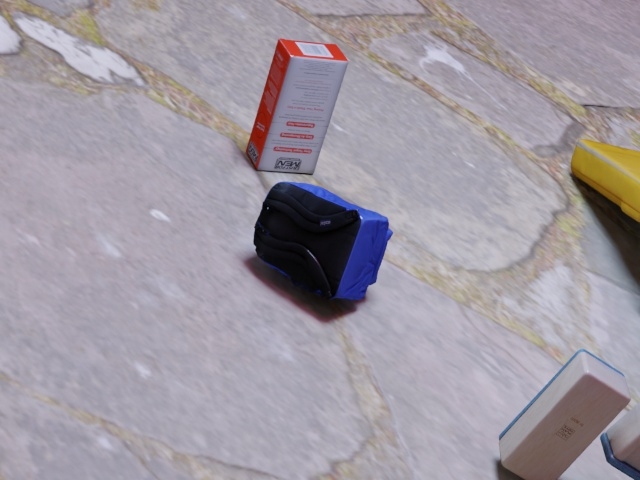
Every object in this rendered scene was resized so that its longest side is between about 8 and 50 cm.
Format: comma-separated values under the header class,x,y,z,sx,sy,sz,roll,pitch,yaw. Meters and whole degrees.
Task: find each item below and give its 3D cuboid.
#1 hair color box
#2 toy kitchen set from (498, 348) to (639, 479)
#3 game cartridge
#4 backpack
class,x,y,z,sx,sy,sz,roll,pitch,yaw
hair color box,-0.026,-0.143,2.105,0.072,0.141,0.043,3,31,-26
toy kitchen set,0.275,0.167,1.797,0.207,0.122,0.166,32,24,-17
game cartridge,0.459,-0.032,2.201,0.285,0.053,0.324,11,14,-13
backpack,0.000,0.000,1.921,0.120,0.098,0.101,24,6,29
